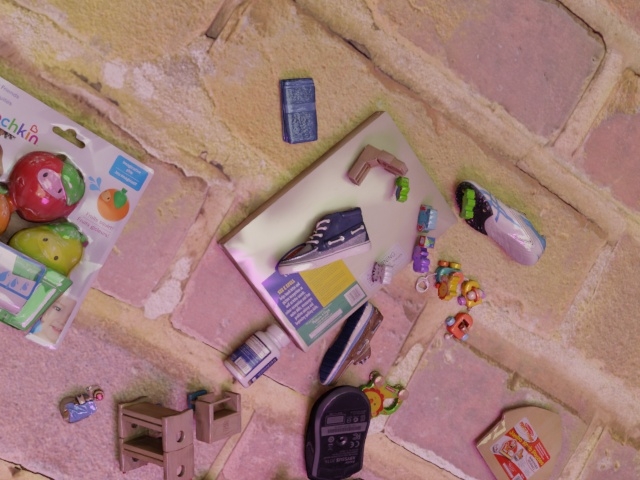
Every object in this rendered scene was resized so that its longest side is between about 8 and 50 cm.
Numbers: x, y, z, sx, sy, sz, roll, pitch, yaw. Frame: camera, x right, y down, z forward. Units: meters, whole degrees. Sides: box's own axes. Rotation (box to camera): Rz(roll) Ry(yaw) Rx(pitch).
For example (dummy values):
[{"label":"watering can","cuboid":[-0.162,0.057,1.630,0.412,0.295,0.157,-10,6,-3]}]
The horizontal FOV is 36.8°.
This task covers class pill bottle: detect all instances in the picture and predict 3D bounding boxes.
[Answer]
[{"label":"pill bottle","cuboid":[-0.116,0.211,1.785,0.120,0.067,0.067,-42,109,-12]}]

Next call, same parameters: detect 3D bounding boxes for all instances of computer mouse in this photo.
[{"label":"computer mouse","cuboid":[0.018,0.394,1.866,0.188,0.072,0.272,4,107,-24]}]

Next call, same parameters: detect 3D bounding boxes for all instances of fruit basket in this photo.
[{"label":"fruit basket","cuboid":[-0.483,-0.046,1.559,0.327,0.165,0.353,33,81,-22]}]

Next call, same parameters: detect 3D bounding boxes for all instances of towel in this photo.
[{"label":"towel","cuboid":[-0.039,-0.240,1.782,0.067,0.029,0.120,-7,98,-21]}]

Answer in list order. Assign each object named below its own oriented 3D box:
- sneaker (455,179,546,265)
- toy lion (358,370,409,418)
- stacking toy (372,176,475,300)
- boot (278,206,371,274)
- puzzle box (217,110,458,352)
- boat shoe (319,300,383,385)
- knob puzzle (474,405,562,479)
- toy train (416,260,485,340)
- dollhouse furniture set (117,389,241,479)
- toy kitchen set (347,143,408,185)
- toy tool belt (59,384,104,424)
[{"label":"sneaker","cuboid":[0.363,-0.046,1.947,0.237,0.085,0.086,41,55,-17]},{"label":"toy lion","cuboid":[0.112,0.316,1.911,0.100,0.034,0.096,31,92,-22]},{"label":"stacking toy","cuboid":[0.199,-0.004,1.842,0.167,0.052,0.221,11,90,-24]},{"label":"boot","cuboid":[0.000,0.000,1.757,0.190,0.069,0.086,-18,95,-27]},{"label":"puzzle box","cuboid":[0.039,-0.019,1.828,0.409,0.052,0.272,-40,109,-13]},{"label":"boat shoe","cuboid":[0.065,0.208,1.858,0.066,0.066,0.183,34,83,-23]},{"label":"knob puzzle","cuboid":[0.435,0.434,2.053,0.213,0.030,0.213,-2,97,-21]},{"label":"toy train","cuboid":[0.273,0.121,1.941,0.125,0.046,0.166,-43,110,-12]},{"label":"dollhouse furniture set","cuboid":[-0.252,0.348,1.738,0.183,0.129,0.129,-9,102,-51]},{"label":"toy kitchen set","cuboid":[0.111,-0.120,1.784,0.075,0.083,0.068,-56,153,-7]},{"label":"toy tool belt","cuboid":[-0.414,0.290,1.684,0.083,0.051,0.052,-24,105,-18]}]
